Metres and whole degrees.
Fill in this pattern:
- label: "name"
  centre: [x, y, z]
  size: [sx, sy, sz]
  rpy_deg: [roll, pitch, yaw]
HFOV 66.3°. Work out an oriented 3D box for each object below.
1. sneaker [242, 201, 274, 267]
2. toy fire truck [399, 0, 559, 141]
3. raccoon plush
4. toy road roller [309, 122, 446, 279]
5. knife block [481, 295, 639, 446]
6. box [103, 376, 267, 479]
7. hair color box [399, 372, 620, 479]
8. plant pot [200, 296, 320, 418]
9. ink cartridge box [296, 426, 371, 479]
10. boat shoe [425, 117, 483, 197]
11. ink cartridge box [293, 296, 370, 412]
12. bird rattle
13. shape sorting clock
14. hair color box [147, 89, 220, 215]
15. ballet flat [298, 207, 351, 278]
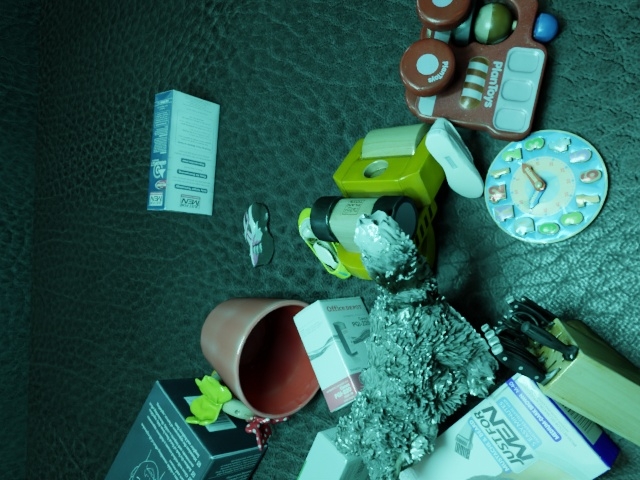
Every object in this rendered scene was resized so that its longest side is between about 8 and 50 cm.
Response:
- label: "sneaker"
  centre: [-0.178, -0.010, 1.351]
  size: [0.077, 0.072, 0.178]
  rpy_deg: [-22, 65, 49]
- label: "toy fire truck"
  centre: [0.296, -0.349, 0.920]
  size: [0.254, 0.169, 0.302]
  rpy_deg: [14, 88, 15]
- label: "raccoon plush"
  centre: [0.089, 0.205, 0.852]
  size: [0.299, 0.446, 0.216]
  rpy_deg: [-41, 15, -13]
- label: "toy road roller"
  centre: [0.152, -0.061, 1.018]
  size: [0.202, 0.240, 0.329]
  rpy_deg: [4, 52, 40]
- label: "knife block"
  centre: [0.386, 0.202, 0.741]
  size: [0.275, 0.242, 0.088]
  rpy_deg: [48, 117, 31]
- label: "box"
  centre: [-0.382, 0.627, 1.340]
  size: [0.293, 0.212, 0.395]
  rpy_deg: [36, 101, 35]
- label: "hair color box"
  centre: [0.317, 0.396, 0.874]
  size: [0.339, 0.110, 0.185]
  rpy_deg: [-53, 58, 26]
- label: "plant pot"
  centre: [-0.151, 0.257, 1.189]
  size: [0.243, 0.275, 0.275]
  rpy_deg: [9, 93, 49]
- label: "ink cartridge box"
  centre: [0.064, 0.461, 1.014]
  size: [0.087, 0.208, 0.153]
  rpy_deg: [33, 107, 40]
- label: "boat shoe"
  centre: [0.261, -0.156, 0.935]
  size: [0.066, 0.184, 0.063]
  rpy_deg: [-10, 47, 50]
- label: "ink cartridge box"
  centre: [0.057, 0.238, 1.067]
  size: [0.092, 0.158, 0.218]
  rpy_deg: [-41, 63, 32]
- label: "bird rattle"
  centre: [-0.205, 0.406, 1.260]
  size: [0.207, 0.253, 0.143]
  rpy_deg: [-120, 49, -72]
- label: "shape sorting clock"
  centre: [0.399, -0.097, 0.883]
  size: [0.206, 0.040, 0.206]
  rpy_deg: [-3, 85, 40]
- label: "hair color box"
  centre: [-0.413, -0.256, 1.483]
  size: [0.105, 0.174, 0.347]
  rpy_deg: [3, 88, 41]
- label: "ballet flat"
  centre: [0.000, 0.000, 1.184]
  size: [0.077, 0.077, 0.231]
  rpy_deg: [-53, 57, 25]
